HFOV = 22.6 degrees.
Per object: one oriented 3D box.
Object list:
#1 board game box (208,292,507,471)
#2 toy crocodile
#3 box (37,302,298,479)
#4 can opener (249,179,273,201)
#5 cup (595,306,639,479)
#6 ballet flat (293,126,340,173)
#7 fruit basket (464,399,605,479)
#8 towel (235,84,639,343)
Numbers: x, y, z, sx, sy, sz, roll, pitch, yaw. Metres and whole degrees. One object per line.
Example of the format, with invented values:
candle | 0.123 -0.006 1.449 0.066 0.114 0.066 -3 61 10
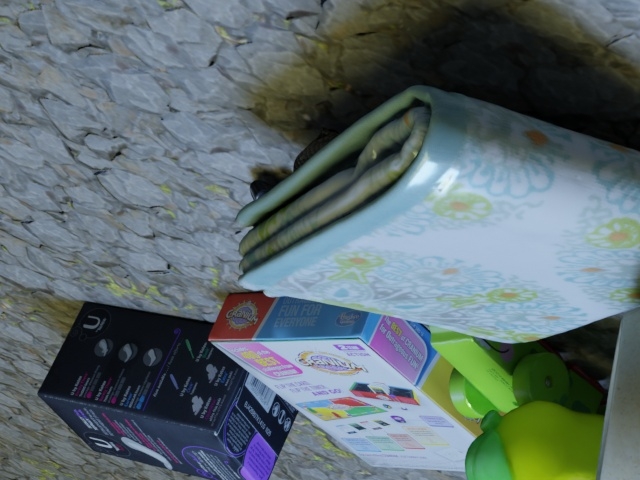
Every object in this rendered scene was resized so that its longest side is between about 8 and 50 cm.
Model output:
board game box | 0.062 0.165 1.831 0.242 0.064 0.316 -4 144 44
toy crocodile | 0.244 0.169 1.666 0.340 0.105 0.115 39 149 -24
box | -0.184 0.193 1.991 0.270 0.143 0.165 8 150 28
can opener | 0.000 0.000 1.581 0.059 0.073 0.186 -33 135 14
cup | 0.340 0.155 1.238 0.237 0.331 0.331 9 153 10
ballet flat | 0.074 -0.083 1.350 0.250 0.058 0.084 -11 152 44
fruit basket | 0.320 0.293 1.523 0.392 0.283 0.392 -11 132 -12
towel | 0.134 -0.008 1.324 0.320 0.090 0.374 12 161 -24
